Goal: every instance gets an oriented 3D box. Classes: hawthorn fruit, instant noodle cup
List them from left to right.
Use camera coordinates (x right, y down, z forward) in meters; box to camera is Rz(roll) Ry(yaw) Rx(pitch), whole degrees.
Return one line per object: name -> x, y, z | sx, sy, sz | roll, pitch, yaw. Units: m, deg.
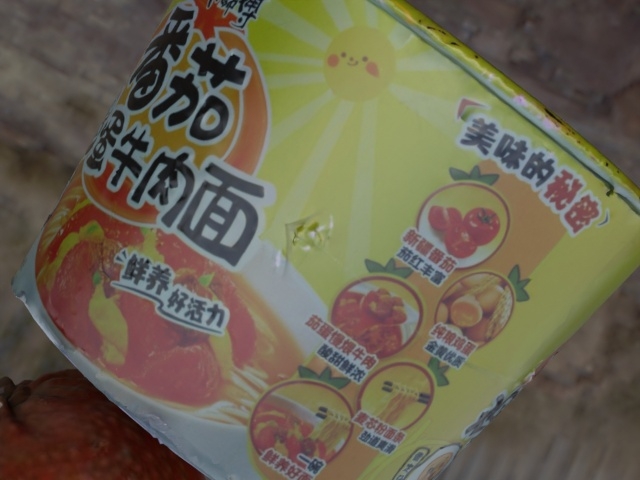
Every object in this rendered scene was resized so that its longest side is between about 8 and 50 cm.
hawthorn fruit -> -0.116, 0.202, 0.751 | 0.165, 0.285, 0.165 | -13, 178, 0
instant noodle cup -> 0.000, 0.000, 0.738 | 0.264, 0.200, 0.264 | 38, -178, -1
